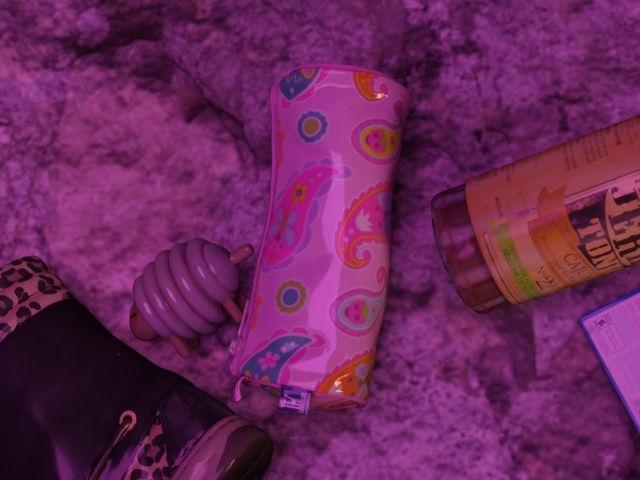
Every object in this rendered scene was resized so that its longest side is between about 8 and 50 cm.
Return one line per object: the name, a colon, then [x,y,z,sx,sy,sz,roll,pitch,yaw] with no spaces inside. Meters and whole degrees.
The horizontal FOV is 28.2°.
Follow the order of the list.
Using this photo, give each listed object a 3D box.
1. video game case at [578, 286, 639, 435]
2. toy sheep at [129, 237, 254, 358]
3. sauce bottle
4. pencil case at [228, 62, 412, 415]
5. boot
video game case: [0.308,0.077,1.014,0.166,0.015,0.119,-28,74,7]
toy sheep: [-0.108,0.043,1.082,0.132,0.091,0.091,-34,74,10]
sauce bottle: [0.257,-0.045,0.973,0.344,0.111,0.111,-22,75,20]
pencil case: [0.000,0.000,1.045,0.124,0.124,0.284,7,82,14]
boot: [-0.253,0.223,1.055,0.284,0.138,0.377,40,94,19]
